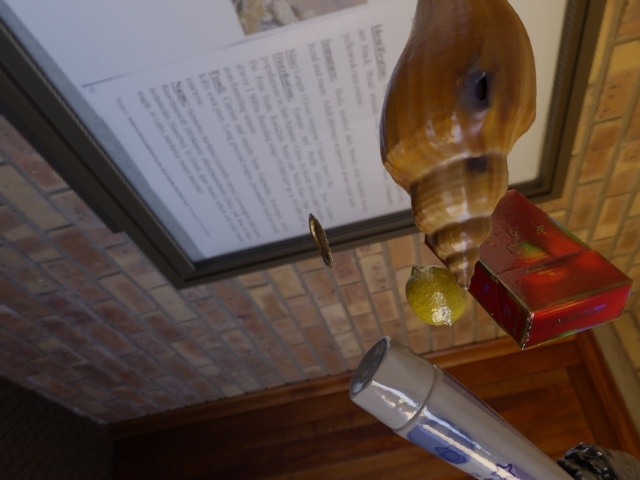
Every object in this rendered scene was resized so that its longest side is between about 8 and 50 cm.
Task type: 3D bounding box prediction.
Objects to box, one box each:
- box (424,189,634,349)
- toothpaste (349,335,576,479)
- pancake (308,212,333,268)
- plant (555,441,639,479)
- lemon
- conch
[{"bbox_3d":[0.344,0.033,1.017,0.313,0.197,0.089,-123,-154,-50],"label":"box"},{"bbox_3d":[0.201,0.227,0.599,0.371,0.080,0.125,33,-4,-6],"label":"toothpaste"},{"bbox_3d":[0.001,-0.001,1.064,0.115,0.011,0.115,159,-90,-80],"label":"pancake"},{"bbox_3d":[0.374,0.358,0.806,0.129,0.194,0.132,-57,-138,29],"label":"plant"},{"bbox_3d":[0.218,0.102,1.112,0.133,0.109,0.109,58,4,6],"label":"lemon"},{"bbox_3d":[0.096,-0.132,0.399,0.093,0.109,0.330,47,44,-86],"label":"conch"}]
